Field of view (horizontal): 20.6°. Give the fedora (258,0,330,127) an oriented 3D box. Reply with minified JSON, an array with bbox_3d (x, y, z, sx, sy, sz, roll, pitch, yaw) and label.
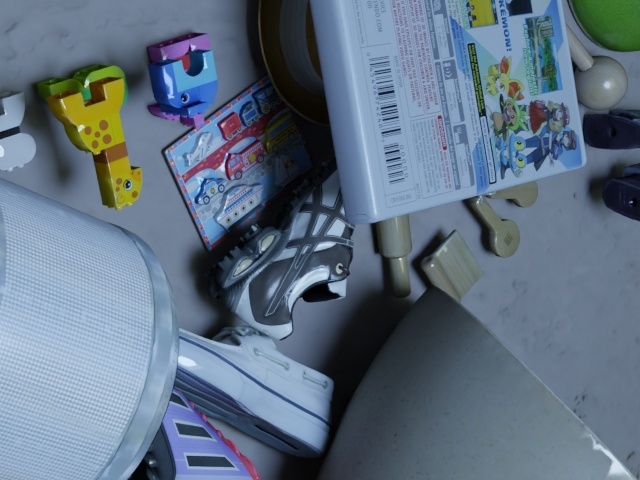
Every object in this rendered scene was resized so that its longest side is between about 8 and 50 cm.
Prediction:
[{"bbox_3d":[0.036,-0.186,1.444,0.194,0.079,0.194,-6,99,-42],"label":"fedora"}]

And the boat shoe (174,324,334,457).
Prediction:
[{"bbox_3d":[-0.069,0.105,1.423,0.226,0.083,0.076,39,58,-48],"label":"boat shoe"}]

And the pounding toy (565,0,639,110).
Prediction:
[{"bbox_3d":[0.314,-0.250,1.659,0.237,0.110,0.183,-48,125,-24],"label":"pounding toy"}]

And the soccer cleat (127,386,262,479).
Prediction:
[{"bbox_3d":[-0.106,0.184,1.381,0.116,0.108,0.318,-43,126,-34],"label":"soccer cleat"}]

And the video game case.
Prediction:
[{"bbox_3d":[0.099,-0.198,1.429,0.300,0.036,0.329,-15,97,-47],"label":"video game case"}]

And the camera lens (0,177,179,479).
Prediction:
[{"bbox_3d":[-0.247,0.061,1.153,0.274,0.219,0.219,24,82,-41],"label":"camera lens"}]

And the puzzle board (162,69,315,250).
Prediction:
[{"bbox_3d":[-0.063,-0.065,1.430,0.128,0.011,0.096,-39,121,-29],"label":"puzzle board"}]

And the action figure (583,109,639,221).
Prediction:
[{"bbox_3d":[0.389,-0.093,1.764,0.285,0.099,0.185,-16,103,-41],"label":"action figure"}]

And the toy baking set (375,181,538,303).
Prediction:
[{"bbox_3d":[0.115,-0.070,1.576,0.196,0.030,0.256,-27,115,-38],"label":"toy baking set"}]

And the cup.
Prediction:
[{"bbox_3d":[0.122,0.237,1.473,0.237,0.331,0.331,-43,125,-4],"label":"cup"}]

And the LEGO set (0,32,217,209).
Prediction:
[{"bbox_3d":[-0.150,-0.079,1.302,0.227,0.087,0.093,-22,112,-35],"label":"LEGO set"}]

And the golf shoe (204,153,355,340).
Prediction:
[{"bbox_3d":[0.000,0.000,1.435,0.094,0.077,0.198,45,72,2],"label":"golf shoe"}]
